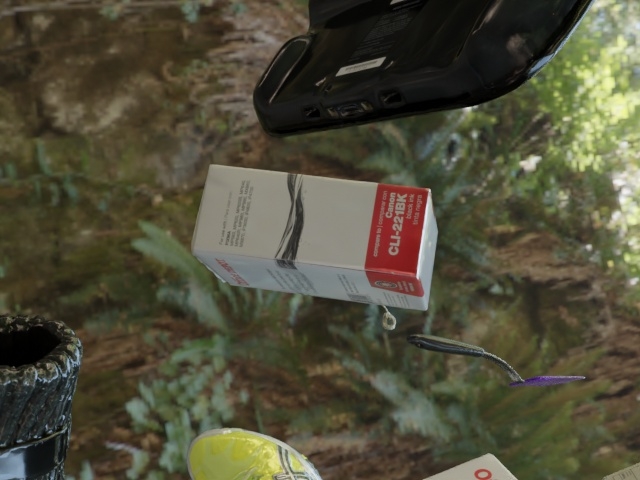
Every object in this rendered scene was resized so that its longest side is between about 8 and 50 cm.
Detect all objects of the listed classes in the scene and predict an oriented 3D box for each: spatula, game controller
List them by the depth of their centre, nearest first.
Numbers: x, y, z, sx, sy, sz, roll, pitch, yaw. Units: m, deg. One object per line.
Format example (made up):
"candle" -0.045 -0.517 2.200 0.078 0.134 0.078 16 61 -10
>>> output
"game controller" 0.066 -0.144 0.712 0.319 0.067 0.167 0 -121 60
"spatula" 0.251 0.179 1.563 0.084 0.296 0.030 -29 -135 57

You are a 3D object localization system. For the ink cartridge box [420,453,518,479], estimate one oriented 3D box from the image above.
"ink cartridge box" 0.099 0.365 0.981 0.198 0.270 0.197 -137 -146 -59

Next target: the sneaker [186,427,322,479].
"sneaker" -0.043 0.399 1.531 0.384 0.147 0.145 35 -90 19

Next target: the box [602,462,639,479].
"box" 0.590 0.367 1.560 0.148 0.311 0.121 -75 140 -78

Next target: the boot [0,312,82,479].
"boot" -0.346 0.215 0.849 0.131 0.348 0.260 28 -54 32

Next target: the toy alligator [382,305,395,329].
"toy alligator" 0.083 0.058 1.779 0.051 0.056 0.190 102 -35 -63

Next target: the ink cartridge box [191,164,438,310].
"ink cartridge box" 0.000 0.000 1.320 0.197 0.272 0.114 59 38 -73
